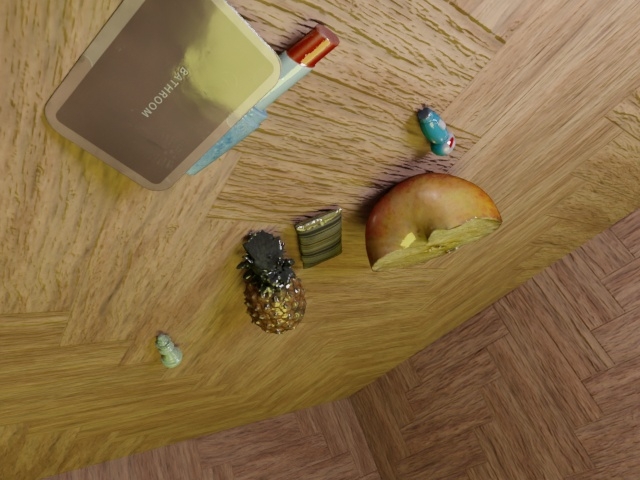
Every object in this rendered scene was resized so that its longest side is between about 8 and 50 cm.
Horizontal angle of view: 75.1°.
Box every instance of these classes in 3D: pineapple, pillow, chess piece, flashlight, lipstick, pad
[{"bbox_3d":[-0.106,0.089,0.949,0.158,0.157,0.278,-16,138,-14],"label":"pineapple"},{"bbox_3d":[0.000,0.000,0.970,0.113,0.038,0.203,-22,152,-10],"label":"pillow"},{"bbox_3d":[-0.420,0.294,1.133,0.059,0.059,0.149,-16,145,-14],"label":"chess piece"},{"bbox_3d":[0.215,-0.203,0.786,0.051,0.051,0.129,-36,144,21],"label":"flashlight"},{"bbox_3d":[-0.093,-0.190,0.562,0.274,0.061,0.068,-34,146,18],"label":"lipstick"},{"bbox_3d":[-0.191,-0.178,0.508,0.266,0.002,0.176,-37,128,22],"label":"pad"}]

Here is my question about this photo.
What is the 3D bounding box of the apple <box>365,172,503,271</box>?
[{"bbox_3d":[0.229,-0.053,0.923,0.293,0.163,0.251,-26,162,33],"label":"apple"}]
